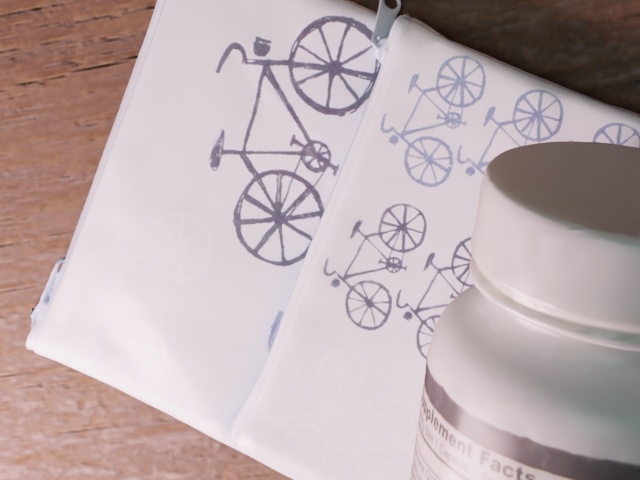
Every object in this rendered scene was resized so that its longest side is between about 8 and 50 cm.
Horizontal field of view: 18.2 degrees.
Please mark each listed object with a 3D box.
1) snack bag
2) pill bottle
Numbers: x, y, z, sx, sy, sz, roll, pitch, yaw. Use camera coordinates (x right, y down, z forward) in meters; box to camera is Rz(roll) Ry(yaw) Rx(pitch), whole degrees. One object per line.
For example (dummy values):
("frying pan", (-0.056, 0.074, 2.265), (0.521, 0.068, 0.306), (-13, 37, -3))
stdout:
("snack bag", (0.000, 0.000, 1.273), (0.342, 0.037, 0.323), (26, 108, 11))
("pill bottle", (0.152, 0.140, 1.145), (0.204, 0.204, 0.361), (14, 111, 15))
